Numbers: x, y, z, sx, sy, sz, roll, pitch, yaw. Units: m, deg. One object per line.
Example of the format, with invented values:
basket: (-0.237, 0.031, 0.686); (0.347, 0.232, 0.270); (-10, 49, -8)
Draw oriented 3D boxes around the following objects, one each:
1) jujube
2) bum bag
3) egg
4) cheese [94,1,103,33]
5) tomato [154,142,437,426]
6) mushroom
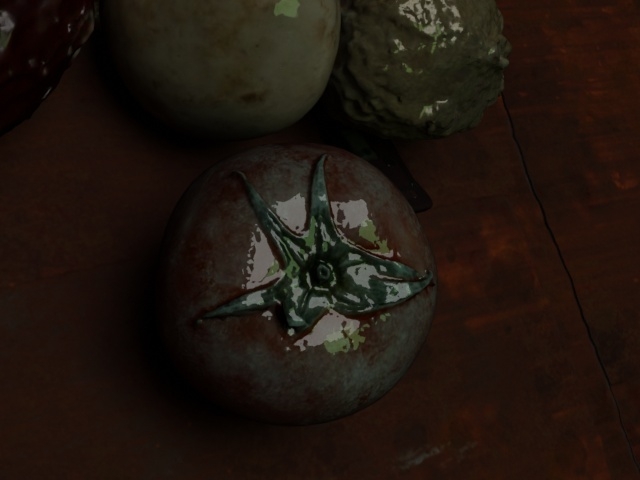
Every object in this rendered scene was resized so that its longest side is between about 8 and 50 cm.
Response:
jujube: (-0.402, -0.210, 1.205); (0.377, 0.258, 0.258); (-41, 96, -31)
bum bag: (0.075, -0.097, 1.584); (0.109, 0.026, 0.159); (-9, 60, -40)
egg: (0.111, -0.252, 1.520); (0.310, 0.279, 0.279); (13, 59, -64)
cheese: (-0.256, -0.293, 1.457); (0.044, 0.030, 0.083); (46, 58, -17)
tomato: (-0.030, 0.049, 1.294); (0.317, 0.282, 0.316); (1, 84, -14)
mushroom: (-0.102, -0.271, 1.416); (0.297, 0.297, 0.290); (53, 25, -4)
